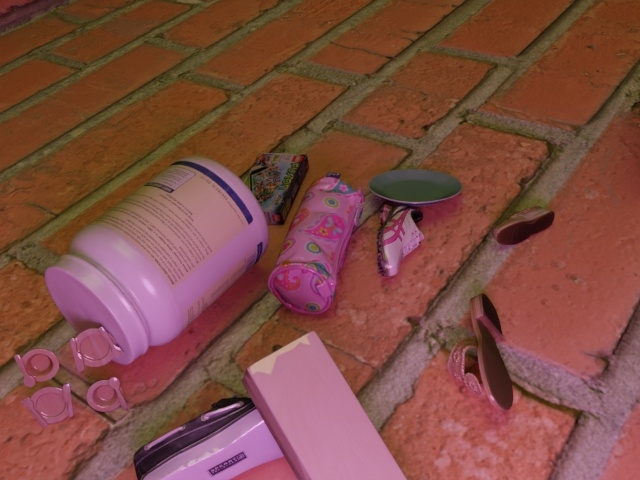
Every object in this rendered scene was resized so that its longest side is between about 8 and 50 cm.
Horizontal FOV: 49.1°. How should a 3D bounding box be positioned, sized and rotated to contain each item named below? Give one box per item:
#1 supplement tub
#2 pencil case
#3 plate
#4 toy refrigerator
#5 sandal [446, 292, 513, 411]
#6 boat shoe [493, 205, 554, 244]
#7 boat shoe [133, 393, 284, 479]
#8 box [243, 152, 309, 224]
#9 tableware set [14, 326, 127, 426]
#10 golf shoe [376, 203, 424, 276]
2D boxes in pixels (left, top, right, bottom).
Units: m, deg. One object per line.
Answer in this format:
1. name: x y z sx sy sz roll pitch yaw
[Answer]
1. supplement tub: -0.270 0.029 1.193 0.235 0.235 0.325 21 48 31
2. pencil case: 0.000 0.000 1.265 0.124 0.124 0.284 4 39 16
3. plate: 0.189 -0.102 1.402 0.188 0.024 0.188 -2 25 1
4. toy refrigerator: 0.013 0.261 0.882 0.102 0.094 0.269 -28 75 -21
5. sandal: 0.231 0.180 1.061 0.079 0.088 0.240 -30 24 25
6. boat shoe: 0.367 -0.030 1.290 0.135 0.050 0.045 -16 36 -24
7. boat shoe: -0.118 0.265 0.990 0.301 0.108 0.102 -27 44 -10
8. box: -0.105 -0.114 1.488 0.114 0.036 0.207 4 41 15
9. tableware set: -0.380 0.212 1.075 0.169 0.141 0.020 -15 20 -8
10. golf shoe: 0.146 -0.005 1.284 0.086 0.067 0.186 2 40 11
